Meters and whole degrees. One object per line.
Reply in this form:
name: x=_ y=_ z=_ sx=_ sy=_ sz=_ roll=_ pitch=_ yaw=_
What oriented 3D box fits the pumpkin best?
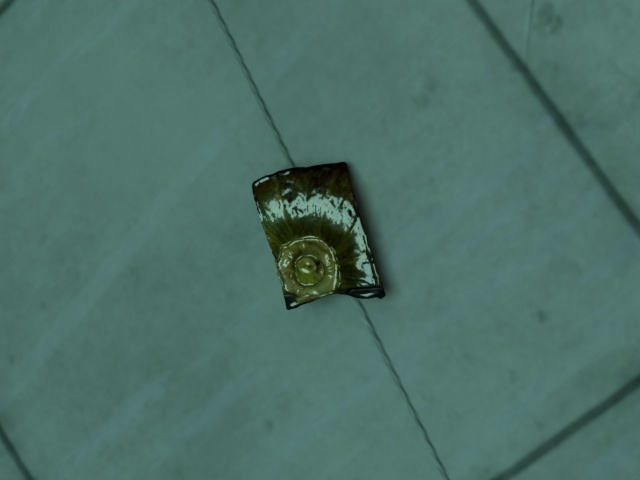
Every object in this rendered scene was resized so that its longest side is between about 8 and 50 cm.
pumpkin: x=0.001 y=-0.002 z=1.169 sx=0.073 sy=0.035 sz=0.101 roll=-15 pitch=84 yaw=15
